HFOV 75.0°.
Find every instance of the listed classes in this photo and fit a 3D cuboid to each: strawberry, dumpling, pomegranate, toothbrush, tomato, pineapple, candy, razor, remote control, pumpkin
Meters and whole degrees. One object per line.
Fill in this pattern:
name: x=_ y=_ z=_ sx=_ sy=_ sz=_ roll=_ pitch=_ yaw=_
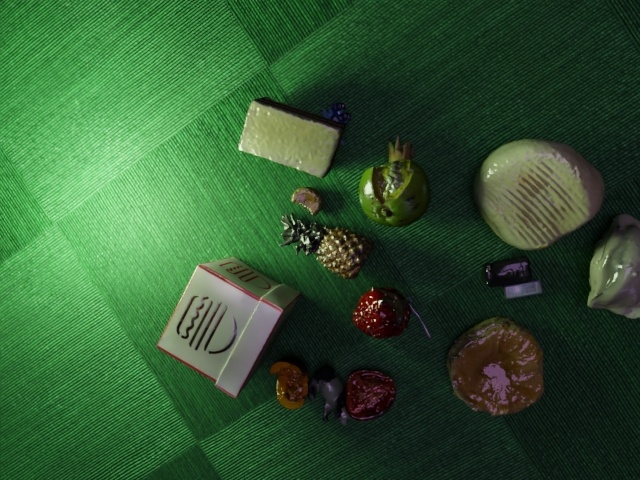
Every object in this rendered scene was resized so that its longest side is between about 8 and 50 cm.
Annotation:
strawberry: x=0.197 y=0.249 z=1.394 sx=0.184 sy=0.186 sz=0.201 roll=41 pitch=127 yaw=-20
dumpling: x=0.964 y=0.086 z=1.279 sx=0.243 sy=0.187 sz=0.318 roll=20 pitch=93 yaw=8
pomegranate: x=0.244 y=-0.190 z=1.349 sx=0.236 sy=0.236 sz=0.301 roll=11 pitch=62 yaw=6
toothbrush: x=0.341 y=0.269 z=1.452 sx=0.017 sy=0.014 sz=0.162 roll=-28 pitch=91 yaw=26
tomato: x=0.173 y=0.540 z=1.445 sx=0.174 sy=0.082 sz=0.166 roll=1 pitch=61 yaw=5
pineapple: x=0.000 y=0.000 z=1.409 sx=0.341 sy=0.169 sz=0.169 roll=27 pitch=96 yaw=11
candy: x=-0.092 y=-0.343 z=1.380 sx=0.321 sy=0.135 sz=0.179 roll=19 pitch=116 yaw=4
razor: x=0.619 y=0.106 z=1.387 sx=0.148 sy=0.054 sz=0.090 roll=-11 pitch=92 yaw=8
remote control: x=0.681 y=0.165 z=1.403 sx=0.125 sy=0.018 sz=0.053 roll=-12 pitch=94 yaw=7
pumpkin: x=-0.101 y=0.487 z=1.470 sx=0.119 sy=0.107 sz=0.183 roll=-6 pitch=101 yaw=14

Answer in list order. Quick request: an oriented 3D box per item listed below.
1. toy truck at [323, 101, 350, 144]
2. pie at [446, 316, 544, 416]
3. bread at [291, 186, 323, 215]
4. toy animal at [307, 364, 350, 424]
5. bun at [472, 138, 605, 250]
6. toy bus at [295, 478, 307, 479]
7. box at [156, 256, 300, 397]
toy truck: x=0.070 y=-0.400 z=1.416 sx=0.074 sy=0.063 sz=0.136 roll=-29 pitch=93 yaw=25
pie: x=0.591 y=0.429 z=1.399 sx=0.340 sy=0.083 sz=0.339 roll=0 pitch=94 yaw=4
bread: x=-0.039 y=-0.142 z=1.443 sx=0.113 sy=0.060 sz=0.082 roll=37 pitch=97 yaw=1
toy animal: x=0.039 y=0.543 z=1.456 sx=0.094 sy=0.121 sz=0.225 roll=-33 pitch=89 yaw=38
bun: x=0.661 y=-0.148 z=1.289 sx=0.361 sy=0.213 sz=0.360 roll=11 pitch=120 yaw=20
toy bus: x=-0.123 y=0.946 z=1.513 sx=0.175 sy=0.088 sz=0.101 roll=-16 pitch=93 yaw=6
box: x=-0.284 y=0.259 z=1.374 sx=0.300 sy=0.312 sz=0.314 roll=29 pitch=96 yaw=6
